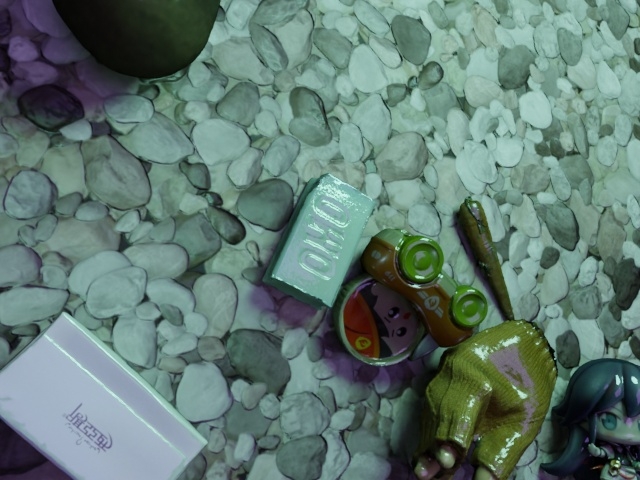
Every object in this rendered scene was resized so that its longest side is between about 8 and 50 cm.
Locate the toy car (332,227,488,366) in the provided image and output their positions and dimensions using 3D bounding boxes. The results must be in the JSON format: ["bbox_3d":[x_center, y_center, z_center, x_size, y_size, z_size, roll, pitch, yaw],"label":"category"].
[{"bbox_3d":[0.129,0.111,0.982,0.235,0.145,0.235,-1,97,-10],"label":"toy car"}]

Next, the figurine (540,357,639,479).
[{"bbox_3d":[0.515,0.343,1.066,0.175,0.197,0.265,17,95,-21],"label":"figurine"}]

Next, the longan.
[{"bbox_3d":[-0.248,-0.357,0.836,0.246,0.215,0.246,-5,106,-17],"label":"longan"}]

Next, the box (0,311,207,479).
[{"bbox_3d":[-0.266,0.194,0.706,0.203,0.274,0.116,47,69,-10],"label":"box"}]

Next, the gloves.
[{"bbox_3d":[0.262,0.271,0.987,0.356,0.155,0.203,-34,103,-40],"label":"gloves"}]

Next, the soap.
[{"bbox_3d":[0.000,0.000,0.967,0.114,0.063,0.198,28,71,-15],"label":"soap"}]

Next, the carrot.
[{"bbox_3d":[0.313,0.039,1.110,0.049,0.049,0.254,-25,96,-25],"label":"carrot"}]
